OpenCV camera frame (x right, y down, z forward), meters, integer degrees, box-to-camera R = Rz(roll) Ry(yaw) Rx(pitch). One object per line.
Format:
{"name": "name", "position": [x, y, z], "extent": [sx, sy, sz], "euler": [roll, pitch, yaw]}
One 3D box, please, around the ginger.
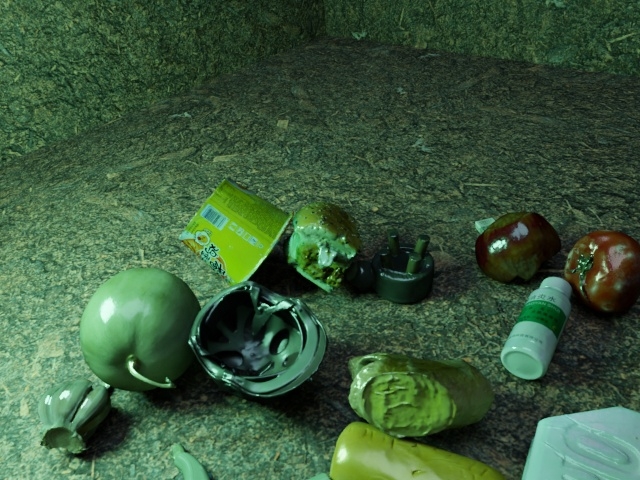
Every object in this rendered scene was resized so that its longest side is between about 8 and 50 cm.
{"name": "ginger", "position": [0.181, 0.277, 0.945], "extent": [0.276, 0.129, 0.221], "euler": [12, 9, 16]}

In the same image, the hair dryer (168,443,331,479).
{"name": "hair dryer", "position": [-0.123, 0.437, 0.861], "extent": [0.296, 0.118, 0.298], "euler": [-6, 23, -8]}

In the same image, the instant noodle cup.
{"name": "instant noodle cup", "position": [-0.227, -0.024, 1.302], "extent": [0.200, 0.264, 0.264], "euler": [37, 40, -11]}

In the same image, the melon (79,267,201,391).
{"name": "melon", "position": [-0.385, 0.190, 1.098], "extent": [0.272, 0.271, 0.308], "euler": [-4, 5, 5]}

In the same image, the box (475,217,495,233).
{"name": "box", "position": [0.483, -0.030, 1.427], "extent": [0.054, 0.024, 0.083], "euler": [-11, 36, -7]}

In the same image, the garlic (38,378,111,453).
{"name": "garlic", "position": [-0.485, 0.334, 1.043], "extent": [0.131, 0.127, 0.194], "euler": [-1, 17, 15]}

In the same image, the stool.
{"name": "stool", "position": [0.185, 0.070, 1.252], "extent": [0.228, 0.139, 0.153], "euler": [-17, 40, -14]}

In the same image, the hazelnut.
{"name": "hazelnut", "position": [0.493, 0.015, 1.275], "extent": [0.202, 0.160, 0.170], "euler": [-37, 14, 24]}

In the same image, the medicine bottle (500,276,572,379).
{"name": "medicine bottle", "position": [0.477, 0.181, 1.085], "extent": [0.095, 0.095, 0.260], "euler": [18, 42, 31]}

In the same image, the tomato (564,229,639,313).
{"name": "tomato", "position": [0.657, 0.071, 1.142], "extent": [0.152, 0.187, 0.187], "euler": [16, 37, -6]}

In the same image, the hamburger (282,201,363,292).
{"name": "hamburger", "position": [0.000, 0.000, 1.273], "extent": [0.192, 0.167, 0.288], "euler": [33, 19, -12]}

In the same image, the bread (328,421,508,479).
{"name": "bread", "position": [0.160, 0.402, 0.848], "extent": [0.306, 0.091, 0.142], "euler": [12, 35, 24]}

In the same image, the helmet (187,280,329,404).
{"name": "helmet", "position": [-0.122, 0.237, 1.049], "extent": [0.306, 0.177, 0.225], "euler": [30, 56, 27]}

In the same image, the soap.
{"name": "soap", "position": [0.413, 0.411, 0.760], "extent": [0.209, 0.114, 0.347], "euler": [17, 43, 25]}
